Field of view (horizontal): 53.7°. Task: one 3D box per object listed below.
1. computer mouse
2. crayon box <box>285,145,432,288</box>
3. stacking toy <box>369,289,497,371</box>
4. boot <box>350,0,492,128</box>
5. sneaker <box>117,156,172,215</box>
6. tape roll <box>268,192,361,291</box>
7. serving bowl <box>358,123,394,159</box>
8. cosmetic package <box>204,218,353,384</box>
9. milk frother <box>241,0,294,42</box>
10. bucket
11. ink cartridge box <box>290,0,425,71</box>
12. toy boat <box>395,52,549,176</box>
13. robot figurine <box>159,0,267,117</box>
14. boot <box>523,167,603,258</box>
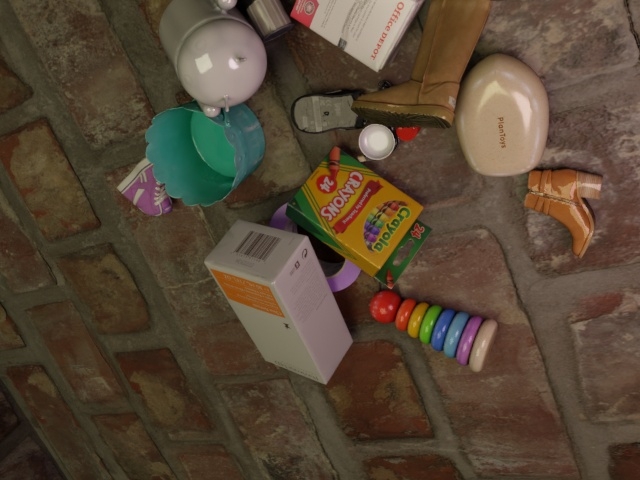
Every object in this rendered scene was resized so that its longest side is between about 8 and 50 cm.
[{"bbox_3d":[0.068,-0.276,1.516,0.262,0.060,0.183,-7,110,18],"label":"computer mouse"},{"bbox_3d":[0.102,-0.058,1.528,0.319,0.202,0.081,35,160,5],"label":"crayon box"},{"bbox_3d":[0.279,0.219,1.643,0.331,0.141,0.141,18,124,22],"label":"stacking toy"},{"bbox_3d":[0.205,-0.366,1.296,0.236,0.089,0.269,12,80,29],"label":"boot"},{"bbox_3d":[-0.463,-0.167,1.833,0.161,0.102,0.282,49,138,-9],"label":"sneaker"},{"bbox_3d":[0.000,0.000,1.685,0.275,0.090,0.274,13,123,21],"label":"tape roll"},{"bbox_3d":[0.132,-0.231,1.466,0.084,0.027,0.083,5,111,13],"label":"serving bowl"},{"bbox_3d":[-0.097,0.170,1.675,0.230,0.161,0.453,13,144,33],"label":"cosmetic package"},{"bbox_3d":[-0.094,-0.538,1.405,0.143,0.129,0.134,-20,103,41],"label":"milk frother"},{"bbox_3d":[-0.291,-0.242,1.640,0.281,0.183,0.281,12,121,21],"label":"bucket"},{"bbox_3d":[0.082,-0.501,1.351,0.237,0.100,0.172,35,127,7],"label":"ink cartridge box"},{"bbox_3d":[0.319,-0.267,1.350,0.319,0.148,0.267,2,123,18],"label":"toy boat"},{"bbox_3d":[-0.243,-0.434,1.430,0.353,0.200,0.299,-121,33,-41],"label":"robot figurine"},{"bbox_3d":[0.524,-0.063,1.390,0.153,0.073,0.197,9,108,22],"label":"boot"}]
